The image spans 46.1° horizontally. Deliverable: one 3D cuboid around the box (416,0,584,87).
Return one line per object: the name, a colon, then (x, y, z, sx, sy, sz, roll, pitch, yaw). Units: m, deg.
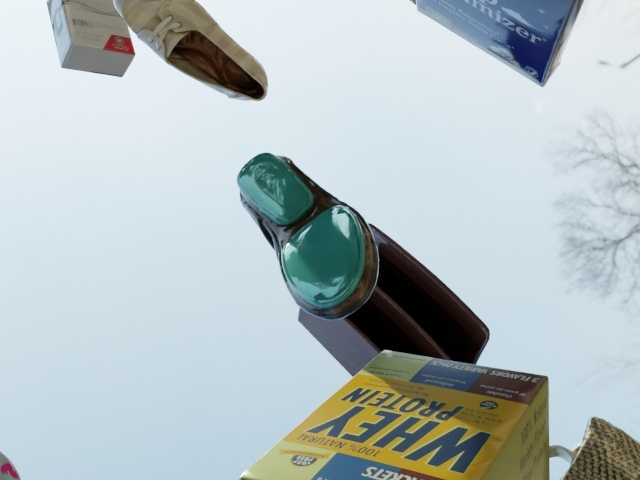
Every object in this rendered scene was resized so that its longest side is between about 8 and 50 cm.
box: (0.132, -0.199, 0.564, 0.136, 0.037, 0.225, 36, 178, 12)

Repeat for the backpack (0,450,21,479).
backpack: (-0.433, 0.296, 0.773, 0.253, 0.225, 0.191, 14, -169, 20)

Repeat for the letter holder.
letter holder: (0.121, 0.145, 1.319, 0.152, 0.214, 0.302, -33, -117, -29)

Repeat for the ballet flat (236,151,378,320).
ballet flat: (0.000, 0.000, 0.747, 0.096, 0.095, 0.280, 50, -176, -38)

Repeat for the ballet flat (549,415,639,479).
ballet flat: (0.219, 0.402, 0.935, 0.182, 0.482, 0.164, 44, 168, 31)

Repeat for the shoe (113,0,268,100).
shoe: (-0.150, -0.239, 0.913, 0.219, 0.076, 0.058, 31, -157, -26)

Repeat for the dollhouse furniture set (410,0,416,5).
dollhouse furniture set: (0.149, -0.510, 0.833, 0.256, 0.362, 0.394, -17, -135, -26)

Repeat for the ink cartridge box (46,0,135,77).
ink cartridge box: (-0.382, -0.354, 1.250, 0.109, 0.063, 0.151, 1, -122, -38)

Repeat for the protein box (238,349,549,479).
protein box: (0.065, 0.213, 0.518, 0.199, 0.135, 0.201, -27, -63, -54)
